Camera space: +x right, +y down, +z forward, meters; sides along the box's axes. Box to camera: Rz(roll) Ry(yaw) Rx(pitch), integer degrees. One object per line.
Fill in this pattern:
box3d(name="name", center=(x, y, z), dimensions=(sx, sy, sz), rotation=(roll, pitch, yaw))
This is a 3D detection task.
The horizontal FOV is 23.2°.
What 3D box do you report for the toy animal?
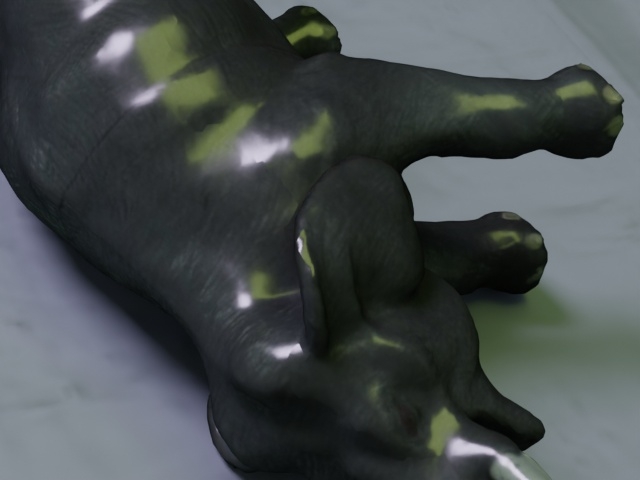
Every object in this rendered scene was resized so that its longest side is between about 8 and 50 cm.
box3d(name="toy animal", center=(0.009, -0.001, 0.385), dimensions=(0.137, 0.082, 0.269), rotation=(-19, 59, -32))
